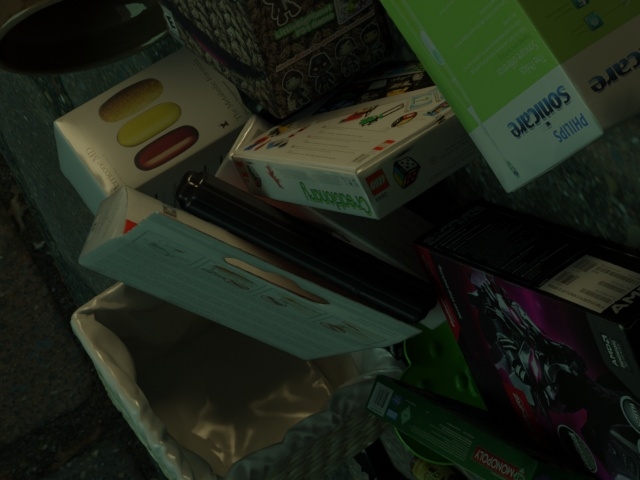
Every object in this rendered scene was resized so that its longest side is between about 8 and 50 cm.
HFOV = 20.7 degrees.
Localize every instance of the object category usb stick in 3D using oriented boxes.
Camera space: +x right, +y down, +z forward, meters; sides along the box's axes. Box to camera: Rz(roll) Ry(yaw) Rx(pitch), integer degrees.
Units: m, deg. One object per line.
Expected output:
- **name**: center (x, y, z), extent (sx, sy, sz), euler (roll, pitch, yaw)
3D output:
- **usb stick**: center (-0.013, 0.006, 1.733), extent (0.278, 0.045, 0.077), euler (26, -176, -10)

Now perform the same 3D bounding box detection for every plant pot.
- **plant pot**: center (-0.315, -0.359, 2.172), extent (0.263, 0.263, 0.229), euler (123, 130, -71)

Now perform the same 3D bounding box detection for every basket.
- **basket**: center (-0.108, 0.182, 2.347), extent (0.328, 0.331, 0.266), euler (51, 164, 21)

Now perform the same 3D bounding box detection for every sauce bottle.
- **sauce bottle**: center (0.168, 0.323, 2.314), extent (0.128, 0.042, 0.042), euler (35, 152, 50)

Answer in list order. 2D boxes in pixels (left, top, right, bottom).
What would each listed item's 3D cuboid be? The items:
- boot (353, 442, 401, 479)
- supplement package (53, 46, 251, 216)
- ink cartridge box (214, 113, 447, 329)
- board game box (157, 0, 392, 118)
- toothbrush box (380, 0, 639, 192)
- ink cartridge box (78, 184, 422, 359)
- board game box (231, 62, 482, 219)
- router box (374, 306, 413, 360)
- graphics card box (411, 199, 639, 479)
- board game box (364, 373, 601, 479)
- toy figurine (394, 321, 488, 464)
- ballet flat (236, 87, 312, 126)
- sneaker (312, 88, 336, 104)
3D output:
- **boot**: center (0.086, 0.332, 2.557), extent (0.099, 0.045, 0.121), euler (64, 163, -12)
- **supplement package**: center (-0.189, -0.127, 2.169), extent (0.139, 0.244, 0.134), euler (52, 162, 18)
- **ink cartridge box**: center (0.017, -0.004, 1.923), extent (0.296, 0.066, 0.261), euler (32, 163, -4)
- **board game box**: center (-0.077, -0.307, 1.722), extent (0.232, 0.141, 0.291), euler (40, 156, 45)
- **toothbrush box**: center (0.142, -0.200, 1.335), extent (0.283, 0.122, 0.206), euler (58, 163, 3)
- **ink cartridge box**: center (-0.077, 0.025, 1.912), extent (0.308, 0.091, 0.385), euler (25, 165, -14)
- **board game box**: center (0.056, -0.099, 1.629), extent (0.053, 0.193, 0.305), euler (63, 163, -16)
- **router box**: center (0.076, 0.077, 2.142), extent (0.092, 0.038, 0.122), euler (47, 160, 34)
- **graphics card box**: center (0.245, 0.108, 1.640), extent (0.371, 0.094, 0.233), euler (23, 141, 61)
- **board game box**: center (0.210, 0.226, 1.813), extent (0.213, 0.046, 0.317), euler (22, -179, -28)
- **toy figurine**: center (0.136, 0.182, 2.075), extent (0.159, 0.130, 0.173), euler (108, 151, -80)
- **ballet flat**: center (-0.065, -0.217, 1.927), extent (0.280, 0.095, 0.096), euler (-126, 36, -57)
- **sneaker**: center (0.008, -0.069, 1.976), extent (0.128, 0.087, 0.221), euler (50, 156, 24)
